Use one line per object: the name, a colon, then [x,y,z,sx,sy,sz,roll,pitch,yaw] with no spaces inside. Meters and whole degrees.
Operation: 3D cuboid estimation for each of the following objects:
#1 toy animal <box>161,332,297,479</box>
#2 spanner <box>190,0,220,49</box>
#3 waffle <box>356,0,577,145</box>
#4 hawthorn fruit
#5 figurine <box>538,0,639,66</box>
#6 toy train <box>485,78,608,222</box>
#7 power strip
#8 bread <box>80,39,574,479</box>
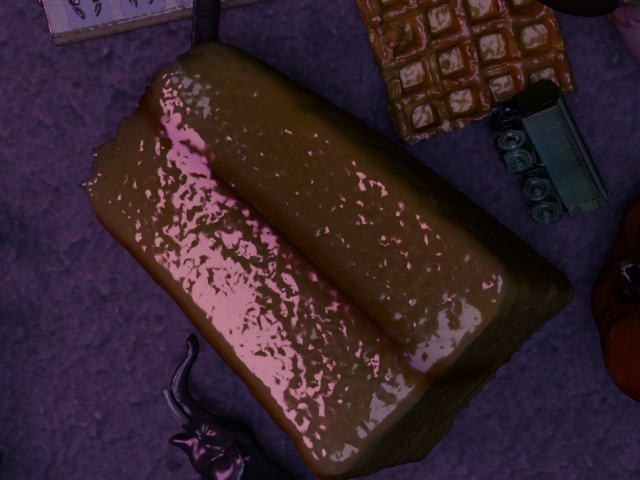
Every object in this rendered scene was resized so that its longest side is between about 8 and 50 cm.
toy animal: [-0.091,0.228,1.378,0.137,0.082,0.269,-34,97,5]
spanner: [-0.095,-0.191,1.272,0.054,0.015,0.254,2,120,-7]
waffle: [0.109,-0.201,1.285,0.161,0.055,0.210,-19,104,3]
hawthorn fruit: [0.361,0.060,1.287,0.243,0.207,0.207,17,103,-17]
figurine: [0.232,-0.242,1.191,0.276,0.161,0.158,25,111,-33]
toy train: [0.190,-0.072,1.294,0.071,0.038,0.148,-26,133,10]
power strip: [-0.113,-0.234,1.287,0.268,0.034,0.092,-12,103,3]
bread: [0.000,0.000,1.320,0.361,0.245,0.233,45,105,16]
